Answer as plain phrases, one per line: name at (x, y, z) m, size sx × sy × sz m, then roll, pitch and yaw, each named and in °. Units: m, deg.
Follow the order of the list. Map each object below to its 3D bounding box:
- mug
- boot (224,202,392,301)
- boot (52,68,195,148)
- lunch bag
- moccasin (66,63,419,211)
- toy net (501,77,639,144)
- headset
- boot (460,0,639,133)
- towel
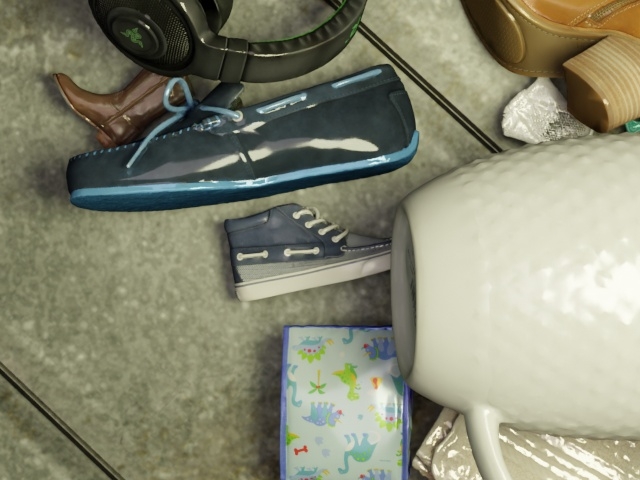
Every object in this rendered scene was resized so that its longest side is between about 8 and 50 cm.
mug at (0.237, 0.087, 1.484) m, size 0.328 × 0.276 × 0.374 m, roll -1°, pitch 71°, yaw -5°
boot at (0.000, 0.000, 1.646) m, size 0.190 × 0.069 × 0.086 m, roll -12°, pitch 91°, yaw 6°
boot at (-0.195, -0.157, 1.680) m, size 0.114 × 0.037 × 0.106 m, roll -39°, pitch 100°, yaw 7°
lunch bag at (0.026, 0.156, 1.631) m, size 0.129 × 0.096 × 0.151 m, roll 0°, pitch 100°, yaw 5°
moccasin at (-0.080, -0.101, 1.640) m, size 0.342 × 0.138 × 0.117 m, roll -9°, pitch 84°, yaw -9°
toy net at (0.294, -0.118, 1.638) m, size 0.232 × 0.045 × 0.122 m, roll -11°, pitch 91°, yaw 6°
headset at (-0.151, -0.261, 1.615) m, size 0.394 × 0.185 × 0.243 m, roll 11°, pitch 58°, yaw -8°
boot at (0.277, -0.237, 1.604) m, size 0.220 × 0.109 × 0.283 m, roll -30°, pitch 48°, yaw -17°
towel at (0.246, 0.214, 1.613) m, size 0.282 × 0.049 × 0.187 m, roll 30°, pitch 75°, yaw 4°
